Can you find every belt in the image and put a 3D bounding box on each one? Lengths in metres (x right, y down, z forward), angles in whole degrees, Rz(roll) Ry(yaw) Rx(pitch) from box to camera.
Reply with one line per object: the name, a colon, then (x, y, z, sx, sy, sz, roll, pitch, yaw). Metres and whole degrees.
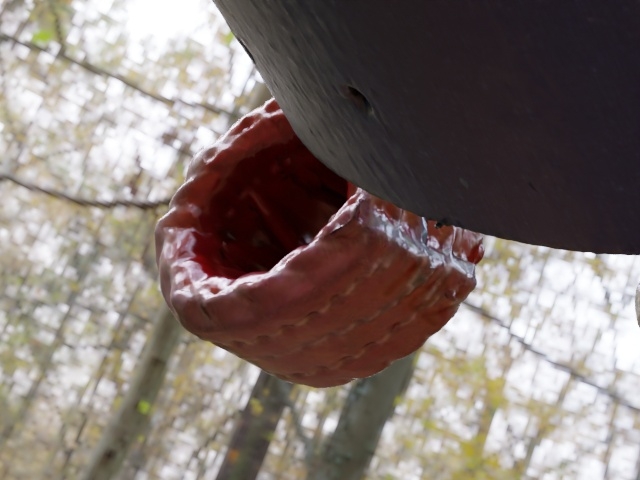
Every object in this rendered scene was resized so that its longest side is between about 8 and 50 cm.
belt: (0.080, -0.111, 0.488, 0.347, 0.212, 0.117, 23, -31, 59)

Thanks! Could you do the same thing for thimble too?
thimble: (-0.005, -0.001, 0.927, 0.189, 0.163, 0.125, -21, -39, 33)

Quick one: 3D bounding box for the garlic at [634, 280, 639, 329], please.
garlic: (0.339, 0.027, 1.114, 0.228, 0.228, 0.152, 6, -16, 32)
